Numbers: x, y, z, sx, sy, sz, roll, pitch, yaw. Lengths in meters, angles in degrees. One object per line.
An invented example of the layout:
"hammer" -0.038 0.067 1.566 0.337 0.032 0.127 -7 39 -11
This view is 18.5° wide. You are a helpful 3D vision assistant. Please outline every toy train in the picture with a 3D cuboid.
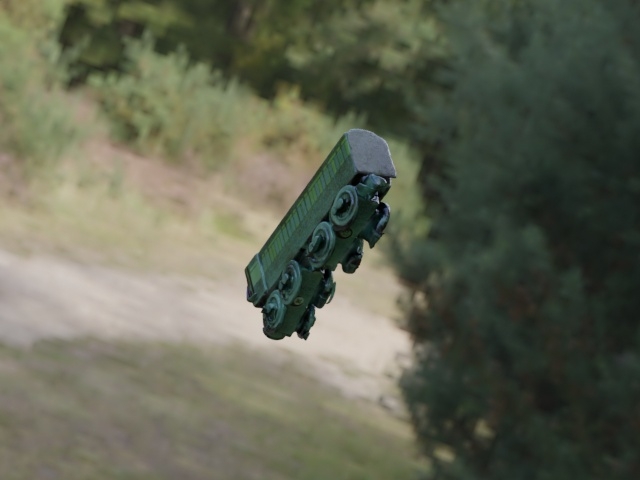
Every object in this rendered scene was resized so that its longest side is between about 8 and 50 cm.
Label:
"toy train" 0.000 0.000 1.183 0.038 0.148 0.071 16 45 -23
